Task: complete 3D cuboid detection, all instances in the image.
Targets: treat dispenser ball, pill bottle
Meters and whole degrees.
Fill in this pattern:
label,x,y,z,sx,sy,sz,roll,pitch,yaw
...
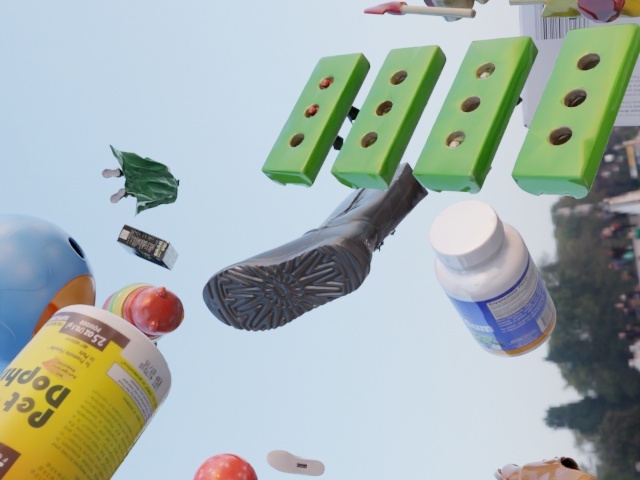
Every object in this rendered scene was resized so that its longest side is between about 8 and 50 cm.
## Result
label,x,y,z,sx,sy,sz,roll,pitch,yaw
treat dispenser ball,-0.551,0.096,1.452,0.288,0.288,0.288,-9,-90,-68
pill bottle,0.277,0.062,1.327,0.272,0.152,0.152,53,-145,-40
pill bottle,-0.213,0.159,0.610,0.215,0.117,0.117,-58,-44,-39

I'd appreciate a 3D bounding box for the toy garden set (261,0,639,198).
label,x,y,z,sx,sy,sz,roll,pitch,yaw
toy garden set,0.100,-0.114,0.552,0.049,0.244,0.203,44,-117,-41

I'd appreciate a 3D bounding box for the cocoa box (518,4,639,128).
label,x,y,z,sx,sy,sz,roll,pitch,yaw
cocoa box,0.489,-0.319,1.225,0.228,0.347,0.231,-60,-35,-52

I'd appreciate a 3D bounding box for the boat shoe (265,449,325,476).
label,x,y,z,sx,sy,sz,roll,pitch,yaw
boat shoe,-0.043,0.375,1.357,0.035,0.100,0.035,113,167,-65

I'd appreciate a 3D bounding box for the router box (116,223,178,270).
label,x,y,z,sx,sy,sz,roll,pitch,yaw
router box,-0.323,0.014,1.525,0.122,0.092,0.038,96,-165,-78

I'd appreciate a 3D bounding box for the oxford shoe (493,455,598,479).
label,x,y,z,sx,sy,sz,roll,pitch,yaw
oxford shoe,0.270,0.288,0.954,0.076,0.076,0.212,-55,4,-10

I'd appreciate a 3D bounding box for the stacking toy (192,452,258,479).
label,x,y,z,sx,sy,sz,roll,pitch,yaw
stacking toy,-0.074,0.435,1.100,0.330,0.141,0.141,67,-156,-11

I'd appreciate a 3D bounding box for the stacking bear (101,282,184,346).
label,x,y,z,sx,sy,sz,roll,pitch,yaw
stacking bear,-0.408,0.173,1.901,0.164,0.289,0.175,23,-108,-22

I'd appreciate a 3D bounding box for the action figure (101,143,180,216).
label,x,y,z,sx,sy,sz,roll,pitch,yaw
action figure,-0.326,-0.106,1.536,0.232,0.064,0.137,-8,-98,-73

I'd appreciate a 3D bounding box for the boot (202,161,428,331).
label,x,y,z,sx,sy,sz,roll,pitch,yaw
boot,0.002,0.000,1.691,0.146,0.367,0.445,66,-151,-18
